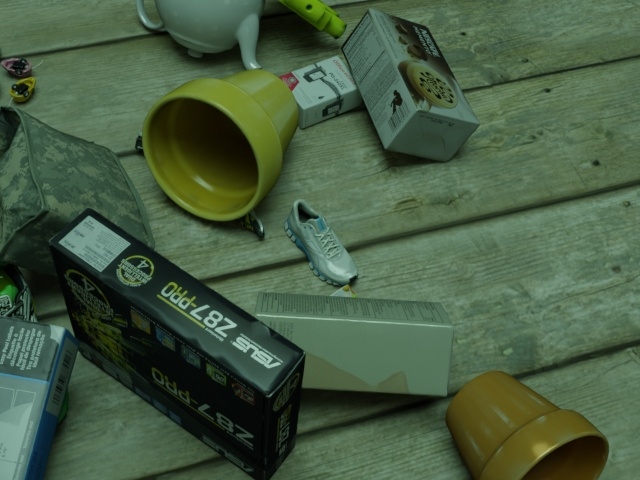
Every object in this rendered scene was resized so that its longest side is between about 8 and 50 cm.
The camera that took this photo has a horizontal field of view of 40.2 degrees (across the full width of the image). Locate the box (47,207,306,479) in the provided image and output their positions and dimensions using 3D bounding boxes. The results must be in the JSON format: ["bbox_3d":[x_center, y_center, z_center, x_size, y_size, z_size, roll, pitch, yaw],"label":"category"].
[{"bbox_3d":[-0.210,0.163,1.298,0.395,0.318,0.097,32,59,16],"label":"box"}]

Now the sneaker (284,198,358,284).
[{"bbox_3d":[0.000,0.000,1.582,0.071,0.083,0.190,-31,63,-26],"label":"sneaker"}]

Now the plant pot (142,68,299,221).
[{"bbox_3d":[-0.164,-0.201,1.632,0.254,0.254,0.239,24,39,12],"label":"plant pot"}]

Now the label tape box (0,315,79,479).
[{"bbox_3d":[-0.545,0.221,1.245,0.334,0.106,0.240,10,71,0],"label":"label tape box"}]

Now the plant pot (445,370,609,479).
[{"bbox_3d":[0.293,0.305,1.324,0.205,0.205,0.188,-22,43,-19],"label":"plant pot"}]

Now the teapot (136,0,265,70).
[{"bbox_3d":[-0.252,-0.485,1.865,0.253,0.187,0.256,10,25,-23],"label":"teapot"}]

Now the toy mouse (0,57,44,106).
[{"bbox_3d":[-0.648,-0.334,1.806,0.143,0.031,0.161,25,55,13],"label":"toy mouse"}]

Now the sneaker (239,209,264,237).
[{"bbox_3d":[-0.131,-0.031,1.629,0.035,0.031,0.083,-25,50,-14],"label":"sneaker"}]

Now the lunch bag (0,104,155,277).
[{"bbox_3d":[-0.446,-0.083,1.501,0.235,0.169,0.287,23,36,-47],"label":"lunch bag"}]

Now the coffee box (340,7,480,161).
[{"bbox_3d":[0.176,-0.315,1.770,0.168,0.119,0.297,8,48,-34],"label":"coffee box"}]

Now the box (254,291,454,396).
[{"bbox_3d":[0.048,0.164,1.405,0.311,0.121,0.148,4,11,-1],"label":"box"}]

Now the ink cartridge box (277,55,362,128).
[{"bbox_3d":[0.000,-0.311,1.821,0.150,0.063,0.109,-25,59,-21],"label":"ink cartridge box"}]

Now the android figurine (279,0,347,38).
[{"bbox_3d":[-0.065,-0.540,1.885,0.273,0.056,0.248,33,18,-25],"label":"android figurine"}]

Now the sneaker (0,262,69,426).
[{"bbox_3d":[-0.500,0.163,1.382,0.134,0.146,0.343,-21,59,-19],"label":"sneaker"}]

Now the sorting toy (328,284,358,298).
[{"bbox_3d":[0.044,0.124,1.526,0.083,0.045,0.075,-32,81,-25],"label":"sorting toy"}]

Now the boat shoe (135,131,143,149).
[{"bbox_3d":[-0.302,-0.179,1.716,0.125,0.046,0.038,17,97,-6],"label":"boat shoe"}]
